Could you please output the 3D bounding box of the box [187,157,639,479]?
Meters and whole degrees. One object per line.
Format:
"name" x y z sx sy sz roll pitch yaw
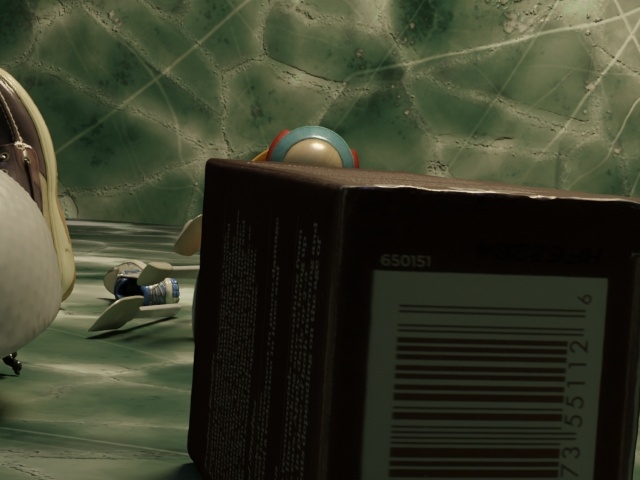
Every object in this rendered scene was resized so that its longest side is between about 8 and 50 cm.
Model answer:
"box" 0.025 0.060 0.755 0.143 0.191 0.381 3 4 -14

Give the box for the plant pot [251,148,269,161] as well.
"plant pot" -0.006 -0.019 2.203 0.205 0.205 0.188 6 -11 36

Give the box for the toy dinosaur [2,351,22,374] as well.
"toy dinosaur" -0.310 0.080 1.195 0.118 0.064 0.268 -3 -1 10

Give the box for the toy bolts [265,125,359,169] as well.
"toy bolts" 0.000 0.000 1.532 0.218 0.228 0.158 11 3 -1

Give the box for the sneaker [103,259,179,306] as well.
"sneaker" -0.229 0.053 1.806 0.058 0.052 0.135 -5 7 -40

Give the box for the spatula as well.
"spatula" -0.146 0.033 1.582 0.019 0.168 0.242 41 8 11

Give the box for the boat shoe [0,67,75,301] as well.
"boat shoe" -0.358 -0.058 1.692 0.103 0.285 0.092 -13 2 24

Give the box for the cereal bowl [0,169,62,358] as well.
"cereal bowl" -0.358 0.003 1.066 0.339 0.141 0.339 -4 17 1
